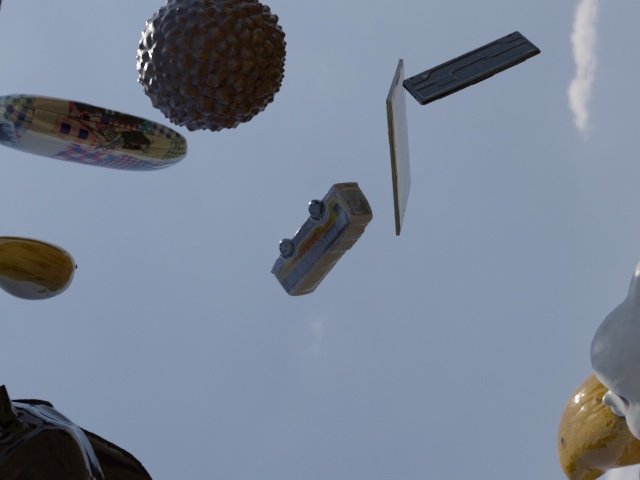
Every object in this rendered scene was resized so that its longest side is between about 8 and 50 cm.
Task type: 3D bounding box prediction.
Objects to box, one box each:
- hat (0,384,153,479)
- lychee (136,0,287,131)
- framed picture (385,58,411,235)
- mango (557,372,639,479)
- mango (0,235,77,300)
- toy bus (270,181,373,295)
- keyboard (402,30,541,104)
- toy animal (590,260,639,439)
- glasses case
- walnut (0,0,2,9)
[{"bbox_3d":[-0.340,0.312,1.257,0.336,0.209,0.238,21,-105,-15],"label":"hat"},{"bbox_3d":[-0.149,-0.242,1.388,0.200,0.238,0.200,-24,-52,-35],"label":"lychee"},{"bbox_3d":[0.124,-0.147,1.655,0.173,0.010,0.231,-70,-22,-58],"label":"framed picture"},{"bbox_3d":[0.429,0.250,1.502,0.109,0.157,0.262,19,-52,-41],"label":"mango"},{"bbox_3d":[-0.417,0.036,1.479,0.161,0.103,0.076,26,-133,-49],"label":"mango"},{"bbox_3d":[0.000,0.000,1.524,0.064,0.075,0.190,-5,-35,-45],"label":"toy bus"},{"bbox_3d":[0.169,-0.193,1.182,0.155,0.053,0.010,-24,-46,-10],"label":"keyboard"},{"bbox_3d":[0.329,0.091,0.859,0.178,0.193,0.127,-57,15,25],"label":"toy animal"},{"bbox_3d":[-0.357,-0.160,1.605,0.327,0.125,0.076,10,-106,-37],"label":"glasses case"},{"bbox_3d":[-0.387,-0.207,0.950,0.207,0.116,0.116,-24,-53,-17],"label":"walnut"}]
